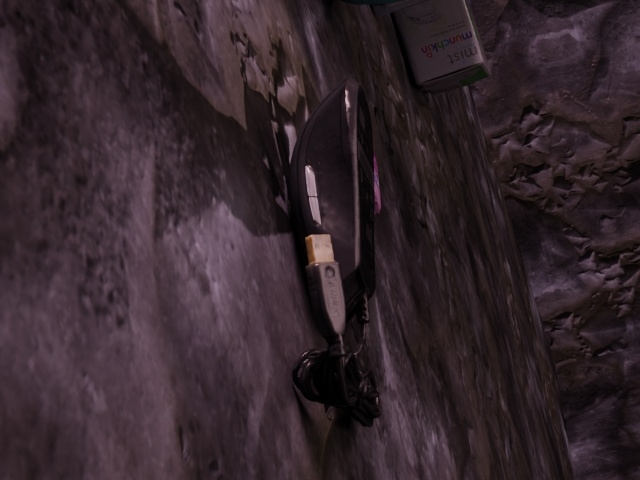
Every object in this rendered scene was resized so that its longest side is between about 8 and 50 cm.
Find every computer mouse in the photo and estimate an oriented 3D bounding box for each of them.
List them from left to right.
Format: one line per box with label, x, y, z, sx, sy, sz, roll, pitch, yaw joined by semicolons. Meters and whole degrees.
computer mouse;0.000;0.000;0.795;0.184;0.060;0.262;40;47;-75

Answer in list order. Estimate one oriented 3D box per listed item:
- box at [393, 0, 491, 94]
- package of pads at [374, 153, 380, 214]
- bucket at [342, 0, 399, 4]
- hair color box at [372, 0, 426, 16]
box;0.203;-0.388;1.977;0.262;0.127;0.231;-14;86;-78
package of pads;0.037;-0.066;1.079;0.083;0.032;0.050;-91;163;-49
bucket;0.107;-0.404;1.298;0.281;0.281;0.183;-82;156;-61
hair color box;0.137;-0.526;1.719;0.113;0.185;0.374;61;18;-48
